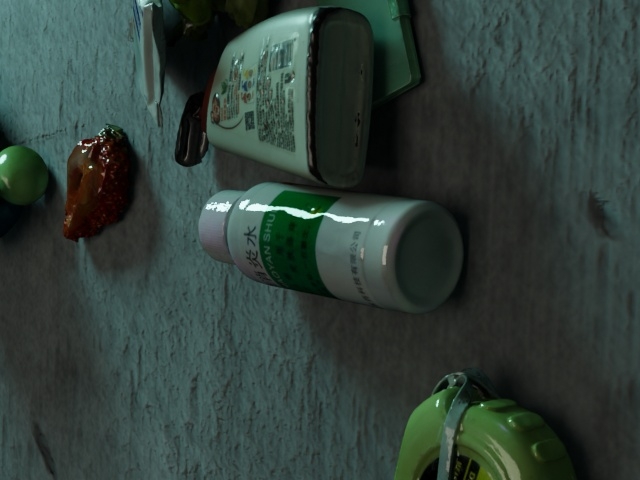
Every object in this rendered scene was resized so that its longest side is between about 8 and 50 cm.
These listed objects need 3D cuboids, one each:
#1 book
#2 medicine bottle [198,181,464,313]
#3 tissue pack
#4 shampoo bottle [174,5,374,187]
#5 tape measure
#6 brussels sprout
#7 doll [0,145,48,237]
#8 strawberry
[{"bbox_3d":[0.040,-0.181,1.172,0.103,0.017,0.135,-25,71,49],"label":"book"},{"bbox_3d":[0.000,0.000,1.165,0.260,0.095,0.095,11,99,49],"label":"medicine bottle"},{"bbox_3d":[-0.169,-0.209,1.345,0.193,0.026,0.122,-111,20,-54],"label":"tissue pack"},{"bbox_3d":[-0.052,-0.118,1.231,0.284,0.071,0.153,-1,86,61],"label":"shampoo bottle"},{"bbox_3d":[0.121,0.193,1.032,0.154,0.087,0.177,22,109,43],"label":"tape measure"},{"bbox_3d":[-0.103,-0.272,1.281,0.139,0.100,0.181,-134,38,-57],"label":"brussels sprout"},{"bbox_3d":[-0.472,-0.107,1.627,0.322,0.198,0.186,51,139,24],"label":"doll"},{"bbox_3d":[-0.248,-0.059,1.481,0.152,0.048,0.104,-57,48,28],"label":"strawberry"}]
